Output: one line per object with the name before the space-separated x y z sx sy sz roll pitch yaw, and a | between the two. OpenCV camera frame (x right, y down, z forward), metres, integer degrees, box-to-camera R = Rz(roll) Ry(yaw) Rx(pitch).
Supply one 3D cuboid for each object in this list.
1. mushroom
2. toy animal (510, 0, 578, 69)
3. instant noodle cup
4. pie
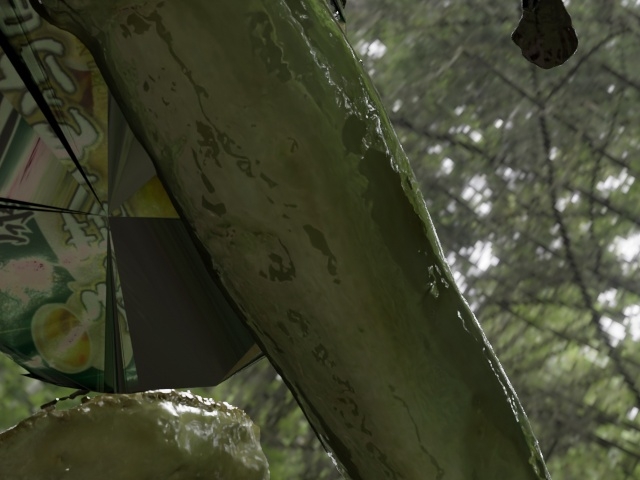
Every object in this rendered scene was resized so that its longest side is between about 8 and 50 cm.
mushroom | 0.000 0.000 0.546 0.312 0.081 0.100 60 -13 -18
toy animal | 0.095 -0.170 0.685 0.070 0.105 0.202 4 -26 15
instant noodle cup | -0.086 -0.073 0.698 0.240 0.178 0.240 2 -60 4
pie | -0.190 0.217 1.249 0.315 0.315 0.092 -43 -123 42
